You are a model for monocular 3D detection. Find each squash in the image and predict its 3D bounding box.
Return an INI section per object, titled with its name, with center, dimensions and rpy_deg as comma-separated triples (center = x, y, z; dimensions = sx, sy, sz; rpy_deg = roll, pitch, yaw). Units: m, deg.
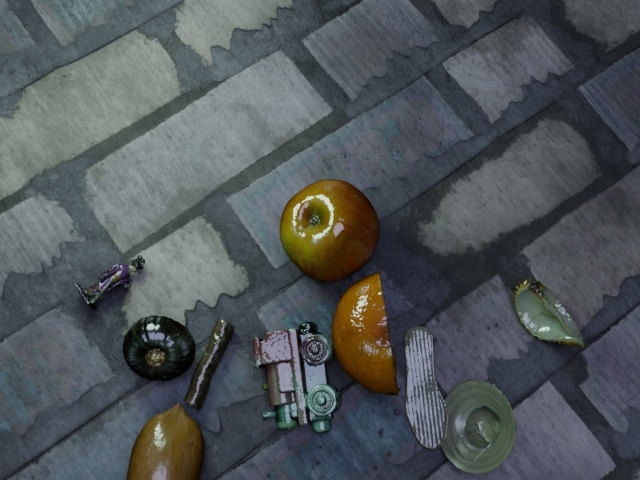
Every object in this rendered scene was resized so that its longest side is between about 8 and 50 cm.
[squash]
center = -0.439, 0.293, 1.860
dimensions = 0.193, 0.156, 0.193
rpy_deg = 6, 111, 16

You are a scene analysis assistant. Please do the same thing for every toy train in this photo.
[toy train]
center = -0.063, 0.384, 1.884
dimensions = 0.221, 0.150, 0.304
rpy_deg = -9, 75, 3

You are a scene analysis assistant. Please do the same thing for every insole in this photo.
[insole]
center = 0.295, 0.418, 1.948
dimensions = 0.119, 0.009, 0.348
rpy_deg = -7, 72, 11

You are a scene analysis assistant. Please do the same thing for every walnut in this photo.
[walnut]
center = -0.395, 0.572, 1.763
dimensions = 0.203, 0.203, 0.298
rpy_deg = 15, 69, 0

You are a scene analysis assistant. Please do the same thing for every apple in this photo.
[apple]
center = 0.030, -0.031, 1.924
dimensions = 0.301, 0.301, 0.302
rpy_deg = 1, 73, -4

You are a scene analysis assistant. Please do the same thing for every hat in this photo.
[hat]
center = 0.456, 0.518, 1.888
dimensions = 0.110, 0.252, 0.252
rpy_deg = 23, 66, -42

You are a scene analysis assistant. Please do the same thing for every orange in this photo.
[orange]
center = 0.153, 0.267, 1.870
dimensions = 0.274, 0.274, 0.310
rpy_deg = -36, 74, -14

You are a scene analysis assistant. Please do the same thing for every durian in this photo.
[durian]
center = 0.676, 0.214, 1.993
dimensions = 0.144, 0.139, 0.252
rpy_deg = -23, 76, -16

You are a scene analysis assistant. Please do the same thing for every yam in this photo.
[yam]
center = -0.314, 0.346, 1.909
dimensions = 0.061, 0.061, 0.253
rpy_deg = 21, 73, 2

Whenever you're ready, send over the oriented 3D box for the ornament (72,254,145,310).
[ornament]
center = -0.587, 0.117, 1.943
dimensions = 0.203, 0.088, 0.081
rpy_deg = -28, 78, -14
